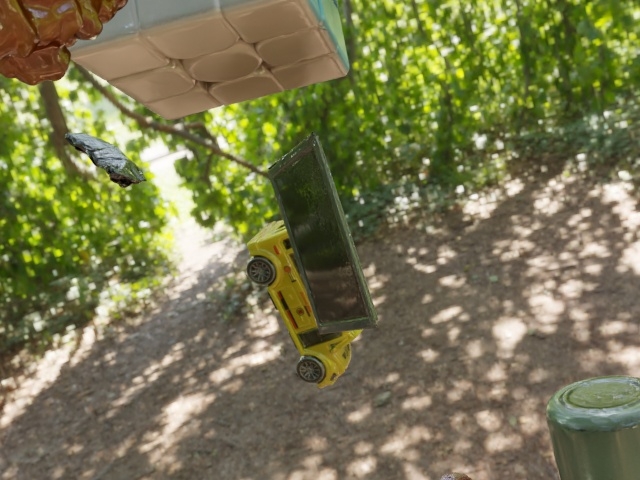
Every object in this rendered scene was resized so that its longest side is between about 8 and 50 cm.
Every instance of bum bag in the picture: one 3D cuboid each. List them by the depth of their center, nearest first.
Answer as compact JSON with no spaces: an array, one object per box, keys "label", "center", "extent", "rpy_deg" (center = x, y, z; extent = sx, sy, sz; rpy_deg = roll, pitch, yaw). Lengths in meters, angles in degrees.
[{"label":"bum bag","center":[-0.383,-0.144,1.387],"extent":[0.087,0.049,0.197],"rpy_deg":[5,25,-48]}]

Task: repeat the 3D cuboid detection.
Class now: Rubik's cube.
[{"label":"Rubik's cube","center":[-0.147,-0.352,0.991],"extent":[0.291,0.291,0.291],"rpy_deg":[-13,-9,12]}]

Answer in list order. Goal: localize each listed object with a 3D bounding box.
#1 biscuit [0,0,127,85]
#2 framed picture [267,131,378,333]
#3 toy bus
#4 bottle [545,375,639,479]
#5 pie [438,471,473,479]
[{"label":"biscuit","center":[-0.248,-0.297,0.579],"extent":[0.110,0.312,0.318],"rpy_deg":[-14,38,15]},{"label":"framed picture","center":[0.000,0.000,1.033],"extent":[0.014,0.252,0.197],"rpy_deg":[-17,-3,-22]},{"label":"toy bus","center":[-0.012,0.116,1.521],"extent":[0.152,0.330,0.144],"rpy_deg":[-21,13,22]},{"label":"bottle","center":[0.428,0.371,1.079],"extent":[0.168,0.347,0.168],"rpy_deg":[-14,8,2]},{"label":"pie","center":[0.292,0.589,1.656],"extent":[0.049,0.182,0.182],"rpy_deg":[-16,11,40]}]
